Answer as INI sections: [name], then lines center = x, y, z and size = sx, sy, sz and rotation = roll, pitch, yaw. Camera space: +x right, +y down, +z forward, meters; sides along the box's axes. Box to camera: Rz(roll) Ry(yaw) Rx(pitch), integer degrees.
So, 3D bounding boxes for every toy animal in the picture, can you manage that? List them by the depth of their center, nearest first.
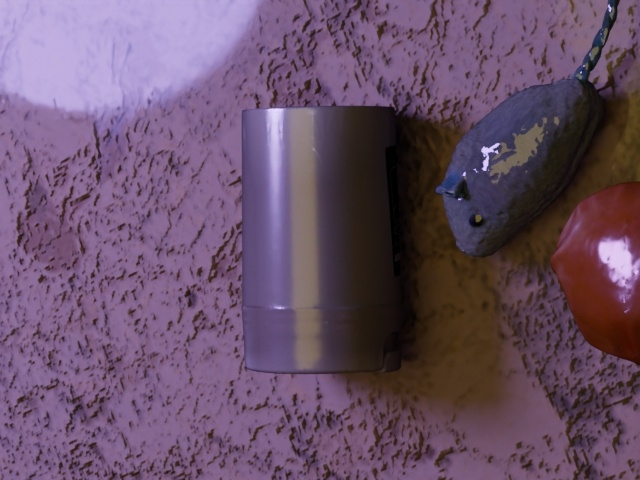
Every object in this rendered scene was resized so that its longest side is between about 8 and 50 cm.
[toy animal]
center = 0.152, -0.101, 1.304
size = 0.079, 0.070, 0.253
rotation = 27, 101, 5

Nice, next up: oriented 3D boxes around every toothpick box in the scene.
[toothpick box]
center = 0.000, 0.000, 1.356
size = 0.111, 0.111, 0.180
rotation = -1, 91, 26

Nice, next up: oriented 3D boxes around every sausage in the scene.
[sausage]
center = 0.270, 0.035, 1.221
size = 0.258, 0.133, 0.133
rotation = 19, 101, 26
